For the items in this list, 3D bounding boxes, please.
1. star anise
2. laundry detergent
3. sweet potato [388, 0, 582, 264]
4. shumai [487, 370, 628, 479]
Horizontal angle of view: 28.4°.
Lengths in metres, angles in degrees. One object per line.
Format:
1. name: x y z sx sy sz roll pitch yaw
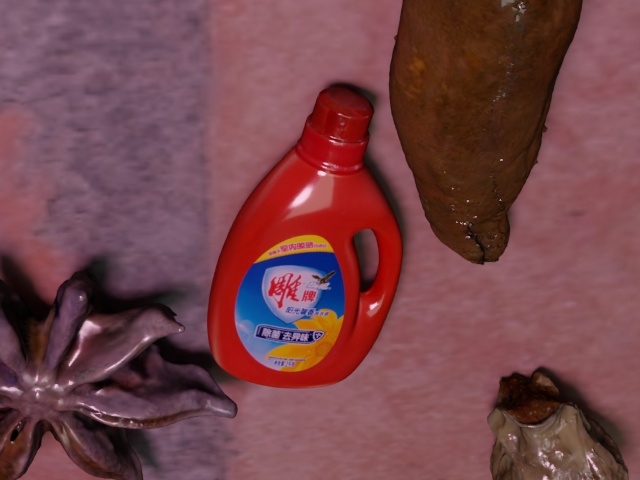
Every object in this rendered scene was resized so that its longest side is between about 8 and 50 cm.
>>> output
1. star anise: -0.147 0.077 0.675 0.204 0.061 0.180 -2 126 -4
2. laundry detergent: 0.000 0.000 0.644 0.097 0.049 0.165 6 123 -18
3. sweet potato: 0.090 -0.099 0.561 0.112 0.085 0.286 1 126 -12
4. shumai: 0.126 0.121 0.722 0.080 0.083 0.082 39 76 -48
